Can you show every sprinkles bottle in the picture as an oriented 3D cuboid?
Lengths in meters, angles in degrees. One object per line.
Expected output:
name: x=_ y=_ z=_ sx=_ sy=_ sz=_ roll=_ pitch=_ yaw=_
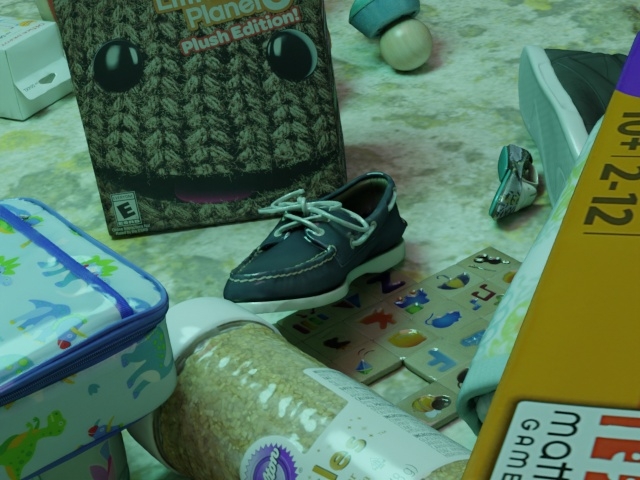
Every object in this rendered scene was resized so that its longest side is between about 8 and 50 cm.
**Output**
sprinkles bottle: x=0.015 y=0.149 z=0.846 sx=0.121 sy=0.121 sz=0.355 roll=-28 pitch=35 yaw=-30

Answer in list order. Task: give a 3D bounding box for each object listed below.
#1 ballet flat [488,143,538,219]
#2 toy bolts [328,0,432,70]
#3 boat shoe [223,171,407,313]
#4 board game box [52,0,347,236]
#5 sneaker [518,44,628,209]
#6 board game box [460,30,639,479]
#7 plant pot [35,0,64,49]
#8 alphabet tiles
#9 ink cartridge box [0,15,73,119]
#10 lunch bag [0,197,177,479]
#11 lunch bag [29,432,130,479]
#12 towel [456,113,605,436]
ballet flat: x=0.178 y=-0.051 z=1.239 sx=0.041 sy=0.041 sz=0.114 roll=-1 pitch=32 yaw=14
toy bolts: x=0.009 y=-0.225 z=1.543 sx=0.228 sy=0.158 sz=0.218 roll=-27 pitch=-7 yaw=-12
boat shoe: x=0.000 y=0.000 z=1.091 sx=0.095 sy=0.079 sz=0.254 roll=5 pitch=15 yaw=31
board game box: x=-0.107 y=-0.174 z=1.272 sx=0.232 sy=0.291 sz=0.141 roll=-8 pitch=29 yaw=3
sneaker: x=0.271 y=-0.094 z=1.220 sx=0.147 sy=0.104 sz=0.296 roll=-2 pitch=34 yaw=-2
board game box: x=0.276 y=0.149 z=0.532 sx=0.356 sy=0.356 sz=0.356 roll=4 pitch=32 yaw=21
plant pot: x=-0.194 y=-0.329 z=1.629 sx=0.275 sy=0.275 sz=0.243 roll=9 pitch=44 yaw=29
alphabet tiles: x=0.084 y=0.072 z=1.077 sx=0.237 sy=0.009 sz=0.198 roll=-25 pitch=33 yaw=-27
ink cartridge box: x=-0.365 y=-0.203 z=1.598 sx=0.143 sy=0.090 sz=0.092 roll=10 pitch=34 yaw=31
lunch bag: x=-0.205 y=0.055 z=0.888 sx=0.176 sy=0.090 sz=0.219 roll=-24 pitch=36 yaw=-29
lunch bag: x=-0.280 y=0.145 z=0.948 sx=0.279 sy=0.108 sz=0.224 roll=-16 pitch=33 yaw=-12
towel: x=0.310 y=0.021 z=0.917 sx=0.374 sy=0.090 sz=0.320 roll=2 pitch=41 yaw=37
